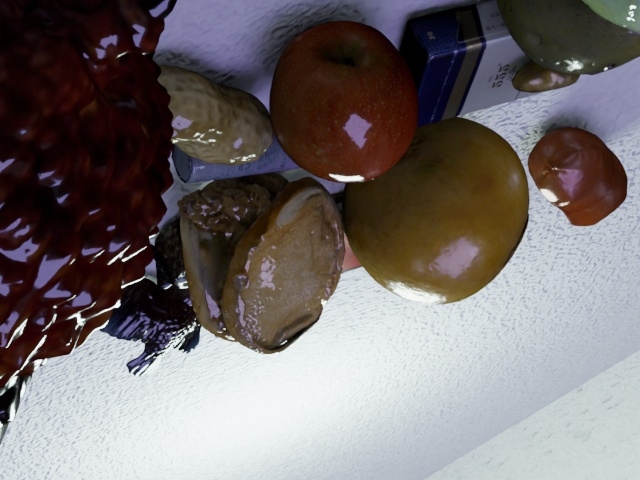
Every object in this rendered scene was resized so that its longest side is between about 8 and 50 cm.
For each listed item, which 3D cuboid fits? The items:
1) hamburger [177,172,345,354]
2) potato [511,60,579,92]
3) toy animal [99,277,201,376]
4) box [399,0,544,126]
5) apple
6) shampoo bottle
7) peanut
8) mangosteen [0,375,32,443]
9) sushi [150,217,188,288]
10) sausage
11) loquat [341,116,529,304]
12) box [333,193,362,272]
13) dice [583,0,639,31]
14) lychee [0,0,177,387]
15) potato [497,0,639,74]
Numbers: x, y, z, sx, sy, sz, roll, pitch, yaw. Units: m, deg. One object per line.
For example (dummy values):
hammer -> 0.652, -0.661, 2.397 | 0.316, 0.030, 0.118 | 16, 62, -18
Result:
hamburger -> -0.080, 0.023, 1.556 | 0.146, 0.243, 0.286 | 12, 165, 33
potato -> 0.282, -0.209, 1.450 | 0.092, 0.046, 0.045 | -10, -172, -10
toy animal -> -0.224, 0.116, 1.763 | 0.179, 0.116, 0.218 | -34, 148, 25
box -> 0.221, -0.236, 1.480 | 0.259, 0.071, 0.168 | -15, 155, -16
apple -> 0.028, -0.161, 1.340 | 0.181, 0.181, 0.168 | -16, 142, -15
shampoo bottle -> -0.079, -0.116, 1.471 | 0.214, 0.072, 0.072 | -10, 153, -28
peanut -> -0.144, -0.141, 1.324 | 0.103, 0.098, 0.229 | -46, 146, 21
mangosteen -> -0.511, 0.099, 1.207 | 0.421, 0.381, 0.381 | 28, 133, -19
sushi -> -0.179, 0.016, 1.637 | 0.098, 0.084, 0.094 | -32, 159, 30
sausage -> 0.415, -0.104, 1.865 | 0.133, 0.133, 0.258 | -31, 151, 18
loquat -> 0.162, -0.042, 1.602 | 0.263, 0.263, 0.263 | -19, 156, -9
box -> 0.001, 0.001, 1.779 | 0.240, 0.074, 0.153 | -16, 159, -13
dice -> 0.352, -0.365, 1.107 | 0.254, 0.249, 0.252 | -19, 156, -10
lychee -> -0.301, -0.084, 0.896 | 0.500, 0.424, 0.425 | -15, 162, 29
potato -> 0.309, -0.279, 1.309 | 0.160, 0.235, 0.177 | -45, 130, -33
